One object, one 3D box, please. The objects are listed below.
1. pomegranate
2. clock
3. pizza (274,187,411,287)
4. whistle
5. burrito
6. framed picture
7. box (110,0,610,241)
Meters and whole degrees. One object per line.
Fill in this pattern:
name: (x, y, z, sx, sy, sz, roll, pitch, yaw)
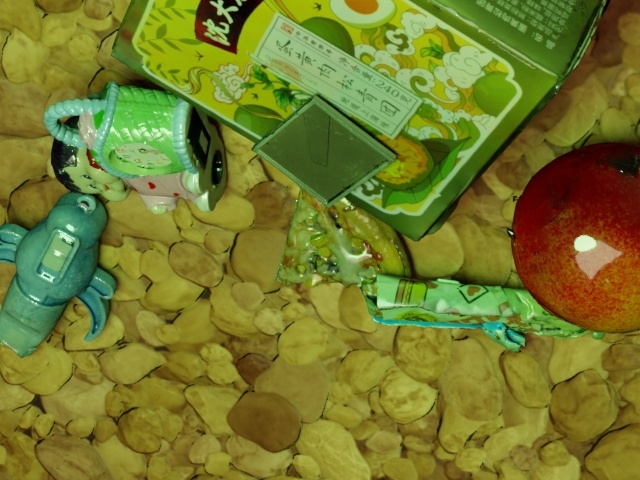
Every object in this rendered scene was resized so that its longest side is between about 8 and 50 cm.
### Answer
pomegranate: (0.315, 0.006, 1.871, 0.235, 0.210, 0.210, 37, 122, -13)
clock: (-0.219, -0.108, 1.996, 0.195, 0.100, 0.194, 3, 153, 16)
pizza: (0.000, 0.000, 2.056, 0.176, 0.036, 0.184, -25, 108, 26)
whistle: (-0.331, 0.040, 2.150, 0.180, 0.093, 0.269, 30, 128, -7)
burrito: (0.186, 0.087, 2.032, 0.288, 0.054, 0.104, 4, 150, 4)
framed picture: (0.001, -0.092, 1.847, 0.109, 0.011, 0.149, 36, 148, -13)
box: (0.026, -0.218, 1.786, 0.420, 0.138, 0.373, 31, 150, -4)
